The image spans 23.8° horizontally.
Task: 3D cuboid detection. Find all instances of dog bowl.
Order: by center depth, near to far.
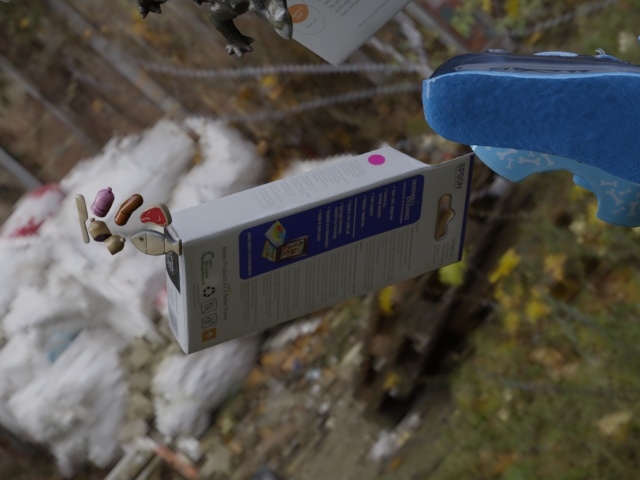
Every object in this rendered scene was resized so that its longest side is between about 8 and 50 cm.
[{"bbox_3d":[0.325,-0.131,1.924,0.074,0.297,0.166,124,166,-50],"label":"dog bowl"}]

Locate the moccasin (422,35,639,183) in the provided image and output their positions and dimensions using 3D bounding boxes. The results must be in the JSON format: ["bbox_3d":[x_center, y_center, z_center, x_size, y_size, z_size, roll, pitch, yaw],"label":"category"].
[{"bbox_3d":[0.274,-0.148,1.509,0.117,0.342,0.138,-52,-28,-51],"label":"moccasin"}]

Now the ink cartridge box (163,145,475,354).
[{"bbox_3d":[0.000,0.000,1.756,0.371,0.069,0.176,-16,-44,-19],"label":"ink cartridge box"}]

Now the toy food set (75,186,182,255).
[{"bbox_3d":[-0.205,-0.019,1.588,0.122,0.078,0.019,1,20,25],"label":"toy food set"}]

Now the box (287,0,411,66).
[{"bbox_3d":[-0.042,-0.394,1.738,0.215,0.345,0.168,-36,29,48],"label":"box"}]

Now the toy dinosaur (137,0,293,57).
[{"bbox_3d":[-0.133,-0.289,1.596,0.121,0.313,0.160,-56,-22,-25],"label":"toy dinosaur"}]
